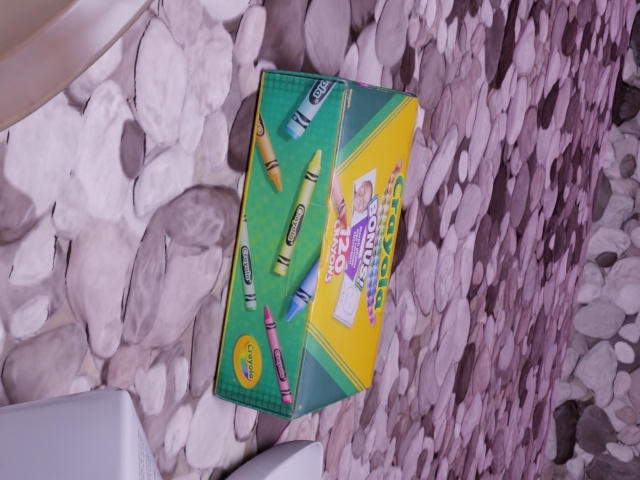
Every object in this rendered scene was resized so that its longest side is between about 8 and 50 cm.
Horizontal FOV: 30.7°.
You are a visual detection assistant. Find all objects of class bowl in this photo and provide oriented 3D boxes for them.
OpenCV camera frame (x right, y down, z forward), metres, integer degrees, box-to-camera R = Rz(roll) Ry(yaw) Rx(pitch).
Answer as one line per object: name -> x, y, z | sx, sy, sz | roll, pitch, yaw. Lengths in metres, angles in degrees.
bowl -> -0.054, 0.253, 1.046 | 0.142, 0.053, 0.142 | -22, 120, -63

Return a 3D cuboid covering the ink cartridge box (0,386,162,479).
ink cartridge box -> -0.134, 0.257, 0.691 | 0.201, 0.117, 0.278 | -100, 179, -48

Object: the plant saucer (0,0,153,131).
plant saucer -> -0.113, -0.162, 0.569 | 0.278, 0.041, 0.278 | -49, 179, -1

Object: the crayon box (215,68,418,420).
crayon box -> 0.000, 0.000, 1.011 | 0.165, 0.081, 0.278 | -6, 106, -65
